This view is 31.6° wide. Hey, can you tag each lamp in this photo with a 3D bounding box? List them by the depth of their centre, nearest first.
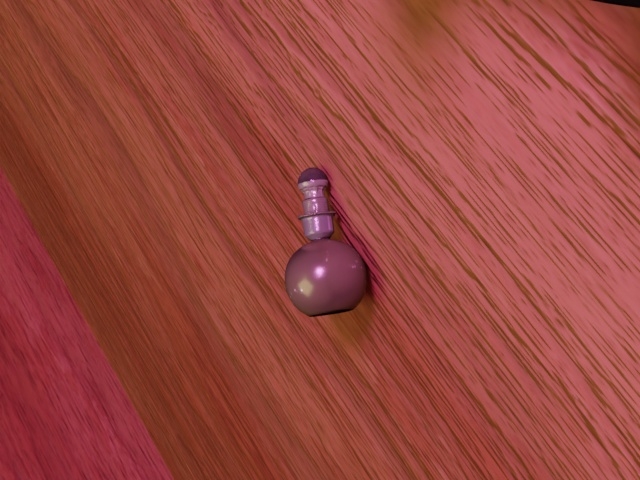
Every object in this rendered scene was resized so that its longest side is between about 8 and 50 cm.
[{"bbox_3d":[0.000,0.000,1.242,0.091,0.091,0.163,161,102,-66],"label":"lamp"}]

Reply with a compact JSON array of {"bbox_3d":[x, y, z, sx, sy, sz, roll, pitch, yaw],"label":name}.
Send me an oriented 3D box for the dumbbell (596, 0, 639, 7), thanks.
[{"bbox_3d":[0.089,-0.246,0.699,0.325,0.160,0.144,28,111,40],"label":"dumbbell"}]
